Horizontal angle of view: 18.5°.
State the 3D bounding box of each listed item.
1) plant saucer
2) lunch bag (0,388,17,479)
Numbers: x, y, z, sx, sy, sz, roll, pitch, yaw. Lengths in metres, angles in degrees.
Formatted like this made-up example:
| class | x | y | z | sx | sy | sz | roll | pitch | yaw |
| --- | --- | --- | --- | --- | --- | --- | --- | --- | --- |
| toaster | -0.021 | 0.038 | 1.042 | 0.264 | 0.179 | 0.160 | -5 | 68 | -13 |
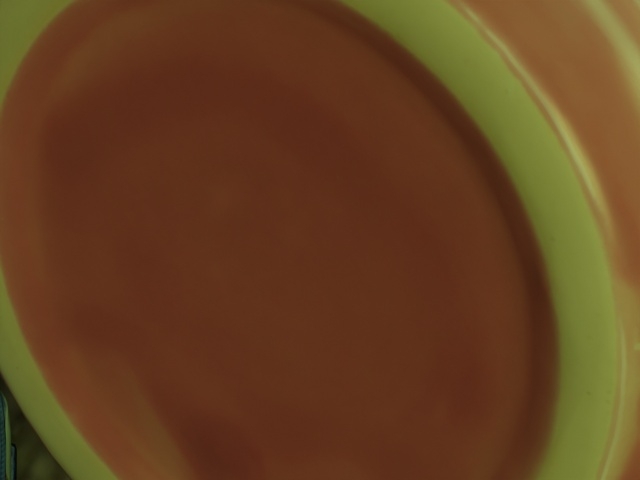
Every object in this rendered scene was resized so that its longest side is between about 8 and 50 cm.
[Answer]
| class | x | y | z | sx | sy | sz | roll | pitch | yaw |
| --- | --- | --- | --- | --- | --- | --- | --- | --- | --- |
| plant saucer | 0.000 | 0.000 | 0.633 | 0.332 | 0.332 | 0.084 | 54 | 40 | 0 |
| lunch bag | -0.216 | 0.157 | 0.696 | 0.243 | 0.115 | 0.303 | 1 | 87 | -7 |
